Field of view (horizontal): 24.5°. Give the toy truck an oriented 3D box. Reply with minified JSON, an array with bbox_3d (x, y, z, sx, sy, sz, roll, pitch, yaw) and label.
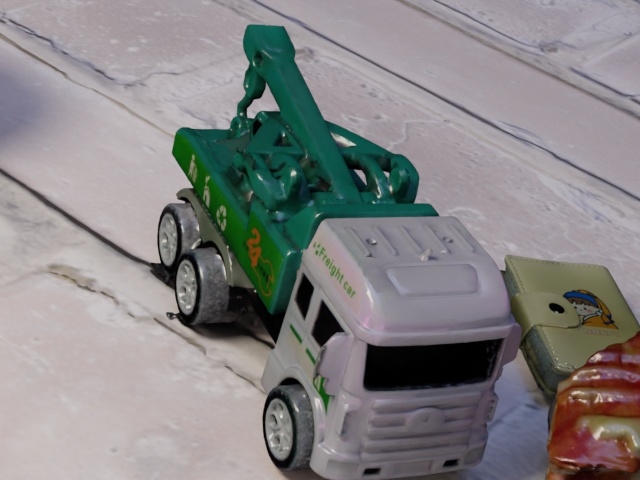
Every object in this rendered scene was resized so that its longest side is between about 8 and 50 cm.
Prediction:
[{"bbox_3d":[-0.001,0.007,1.058,0.176,0.178,0.363,-2,37,-26],"label":"toy truck"}]

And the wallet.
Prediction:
[{"bbox_3d":[0.202,0.073,1.166,0.110,0.039,0.155,9,31,-16],"label":"wallet"}]

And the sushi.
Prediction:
[{"bbox_3d":[0.270,0.125,1.037,0.332,0.130,0.124,-12,44,-29],"label":"sushi"}]
